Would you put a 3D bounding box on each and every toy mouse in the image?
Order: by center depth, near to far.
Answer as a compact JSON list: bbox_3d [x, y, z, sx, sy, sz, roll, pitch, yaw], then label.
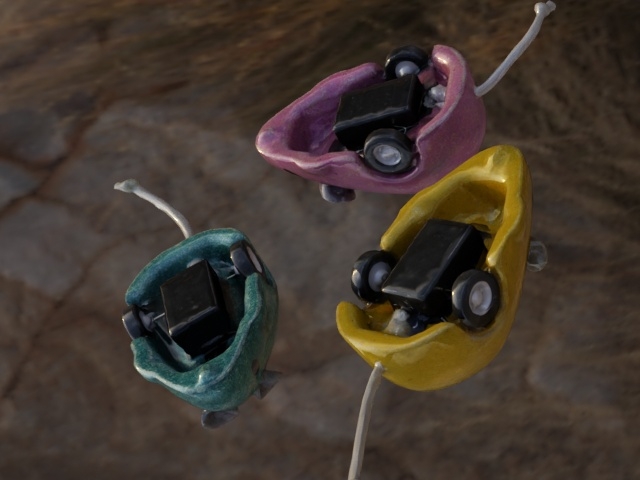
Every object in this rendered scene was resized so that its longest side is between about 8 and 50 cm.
[{"bbox_3d":[0.000,0.000,0.468,0.143,0.161,0.031,4,141,44],"label":"toy mouse"}]
